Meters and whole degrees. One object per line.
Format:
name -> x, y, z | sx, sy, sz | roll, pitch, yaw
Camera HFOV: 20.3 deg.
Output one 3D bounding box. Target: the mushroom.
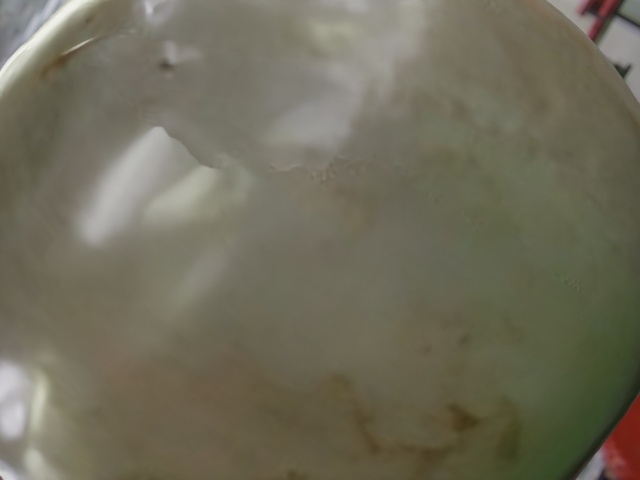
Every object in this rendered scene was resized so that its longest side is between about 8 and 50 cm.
mushroom -> -0.002, -0.005, 0.510 | 0.206, 0.206, 0.209 | 118, 163, -52
